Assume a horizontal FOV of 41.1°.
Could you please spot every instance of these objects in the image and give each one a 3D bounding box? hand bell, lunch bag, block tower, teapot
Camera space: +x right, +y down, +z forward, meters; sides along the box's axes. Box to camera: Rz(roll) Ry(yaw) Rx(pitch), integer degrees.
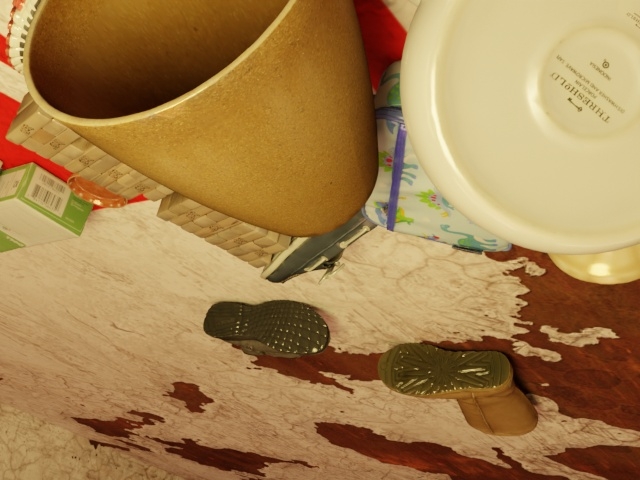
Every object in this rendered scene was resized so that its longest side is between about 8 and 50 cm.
[{"bbox_3d":[0.256,-0.082,0.770,0.126,0.126,0.242,3,141,23],"label":"hand bell"},{"bbox_3d":[0.124,-0.076,0.841,0.176,0.090,0.219,15,154,7],"label":"lunch bag"},{"bbox_3d":[-0.169,-0.084,0.969,0.336,0.090,0.097,30,151,-31],"label":"block tower"},{"bbox_3d":[0.168,-0.119,0.621,0.253,0.255,0.187,-10,-167,3],"label":"teapot"}]

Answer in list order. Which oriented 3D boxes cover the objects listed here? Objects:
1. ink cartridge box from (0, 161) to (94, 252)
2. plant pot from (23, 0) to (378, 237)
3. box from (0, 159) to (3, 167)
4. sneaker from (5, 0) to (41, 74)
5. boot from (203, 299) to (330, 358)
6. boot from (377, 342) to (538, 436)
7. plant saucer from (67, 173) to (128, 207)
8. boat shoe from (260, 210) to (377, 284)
[{"bbox_3d":[-0.434,-0.043,1.218,0.209,0.062,0.109,-9,146,40],"label":"ink cartridge box"},{"bbox_3d":[-0.052,-0.115,0.674,0.237,0.237,0.254,-1,151,29],"label":"plant pot"},{"bbox_3d":[-0.567,-0.094,1.109,0.149,0.126,0.232,-13,144,43],"label":"box"},{"bbox_3d":[-0.220,-0.204,0.752,0.093,0.088,0.225,20,154,-14],"label":"sneaker"},{"bbox_3d":[-0.063,0.161,1.452,0.247,0.083,0.161,4,160,32],"label":"boot"},{"bbox_3d":[0.245,0.273,1.493,0.236,0.089,0.269,3,154,23],"label":"boot"},{"bbox_3d":[-0.299,-0.070,1.152,0.084,0.013,0.083,11,154,6],"label":"plant saucer"},{"bbox_3d":[0.000,0.000,1.058,0.079,0.095,0.254,31,143,-9],"label":"boat shoe"}]
